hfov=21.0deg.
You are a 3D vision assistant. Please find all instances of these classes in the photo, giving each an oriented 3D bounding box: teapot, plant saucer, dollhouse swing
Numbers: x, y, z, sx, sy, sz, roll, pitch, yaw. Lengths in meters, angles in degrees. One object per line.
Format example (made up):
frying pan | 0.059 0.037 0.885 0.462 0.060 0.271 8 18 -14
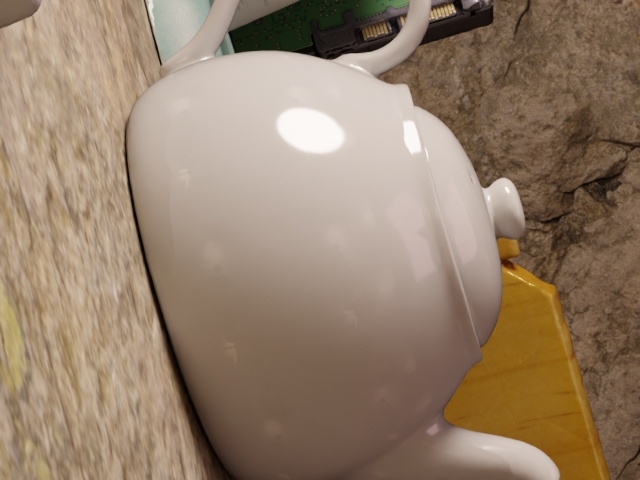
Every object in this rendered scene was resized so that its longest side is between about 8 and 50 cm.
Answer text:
teapot | 0.015 -0.001 0.923 0.252 0.187 0.256 -103 174 -47
plant saucer | -0.079 -0.119 1.197 0.195 0.037 0.195 -15 90 -87
dollhouse swing | 0.150 0.126 1.810 0.305 0.315 0.346 -44 120 -63

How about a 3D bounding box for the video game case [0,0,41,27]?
video game case | -0.162 -0.275 0.636 0.329 0.036 0.300 -99 172 -57

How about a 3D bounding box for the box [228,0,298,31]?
box | -0.031 -0.253 1.293 0.130 0.170 0.091 -120 -174 -46

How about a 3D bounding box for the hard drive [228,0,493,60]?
hard drive | -0.014 -0.304 1.416 0.064 0.237 0.339 60 13 -74
